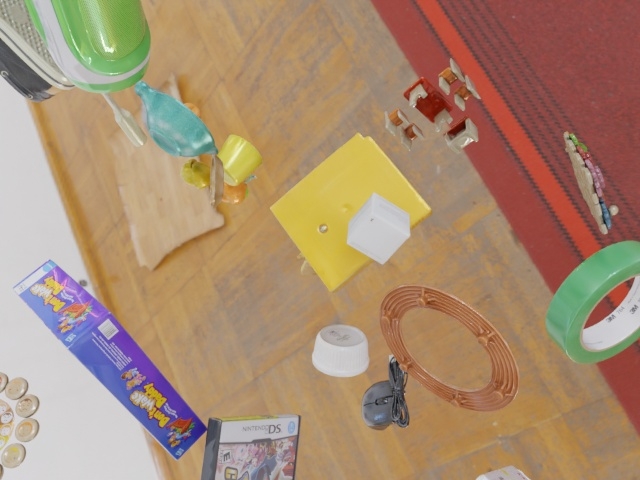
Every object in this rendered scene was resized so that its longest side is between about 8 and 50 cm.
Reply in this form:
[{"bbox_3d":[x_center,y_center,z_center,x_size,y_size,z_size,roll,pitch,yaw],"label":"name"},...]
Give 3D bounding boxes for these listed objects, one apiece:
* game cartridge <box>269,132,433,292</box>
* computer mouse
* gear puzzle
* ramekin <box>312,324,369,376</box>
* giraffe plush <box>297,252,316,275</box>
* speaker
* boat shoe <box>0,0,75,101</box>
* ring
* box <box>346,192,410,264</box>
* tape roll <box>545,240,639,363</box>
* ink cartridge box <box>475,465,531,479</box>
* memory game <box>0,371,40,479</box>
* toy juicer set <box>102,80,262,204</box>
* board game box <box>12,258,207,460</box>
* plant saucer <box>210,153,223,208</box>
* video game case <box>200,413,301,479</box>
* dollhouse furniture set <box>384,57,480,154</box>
[{"bbox_3d":[0.072,-0.076,1.450,0.323,0.052,0.285,-39,72,7],"label":"game cartridge"},{"bbox_3d":[0.163,0.436,1.557,0.272,0.072,0.189,114,159,-57],"label":"computer mouse"},{"bbox_3d":[0.620,-0.159,1.326,0.044,0.339,0.176,-19,116,21],"label":"gear puzzle"},{"bbox_3d":[0.074,0.386,2.042,0.207,0.207,0.109,21,117,40],"label":"ramekin"},{"bbox_3d":[0.000,0.000,1.927,0.210,0.181,0.171,-126,26,-59],"label":"giraffe plush"},{"bbox_3d":[-0.266,-0.306,0.622,0.131,0.131,0.297,57,159,24],"label":"speaker"},{"bbox_3d":[-0.775,-0.525,1.297,0.155,0.187,0.500,-28,117,27],"label":"boat shoe"},{"bbox_3d":[0.255,0.236,1.208,0.336,0.032,0.337,29,140,28],"label":"ring"},{"bbox_3d":[0.126,-0.025,1.240,0.102,0.101,0.087,-51,16,32],"label":"box"},{"bbox_3d":[0.701,0.154,1.385,0.322,0.321,0.077,-66,34,24],"label":"tape roll"},{"bbox_3d":[0.535,0.770,1.523,0.279,0.384,0.160,42,98,34],"label":"ink cartridge box"},{"bbox_3d":[-0.527,0.295,0.890,0.186,0.186,0.012,49,166,29],"label":"memory game"},{"bbox_3d":[-0.246,-0.185,1.015,0.328,0.090,0.209,33,161,6],"label":"toy juicer set"},{"bbox_3d":[-0.360,0.213,1.002,0.233,0.078,0.347,25,149,41],"label":"board game box"},{"bbox_3d":[-0.155,-0.088,0.859,0.083,0.015,0.084,-179,90,-74],"label":"plant saucer"},{"bbox_3d":[-0.133,0.475,1.087,0.035,0.248,0.275,-2,77,34],"label":"video game case"},{"bbox_3d":[0.363,-0.391,1.742,0.262,0.259,0.135,-36,34,30],"label":"dollhouse furniture set"}]
